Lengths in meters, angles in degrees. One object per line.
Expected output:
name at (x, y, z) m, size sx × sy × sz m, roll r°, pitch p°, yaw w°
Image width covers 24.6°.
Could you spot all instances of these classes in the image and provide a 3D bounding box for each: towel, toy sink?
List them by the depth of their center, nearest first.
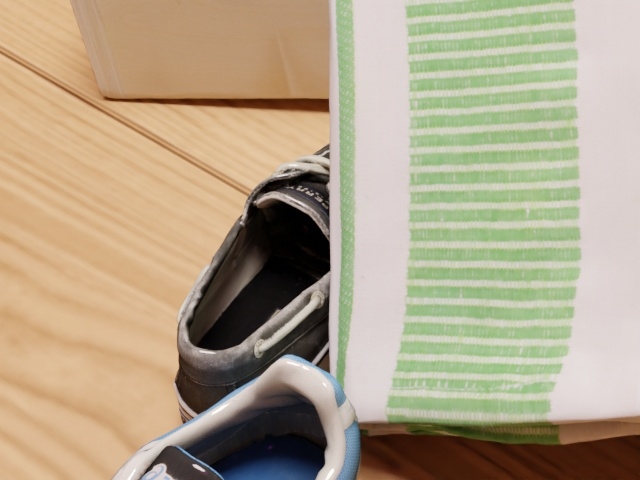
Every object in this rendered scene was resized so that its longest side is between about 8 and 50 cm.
towel at (0.126, -0.044, 0.545) m, size 0.324 × 0.248 × 0.038 m, roll -8°, pitch -11°, yaw 44°
toy sink at (-0.009, -0.169, 0.836) m, size 0.234 × 0.131 × 0.153 m, roll 0°, pitch 43°, yaw 15°

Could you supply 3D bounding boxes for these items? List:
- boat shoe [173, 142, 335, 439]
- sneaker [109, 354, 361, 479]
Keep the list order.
boat shoe at (0.000, 0.000, 0.693) m, size 0.077 × 0.070 × 0.219 m, roll 13°, pitch 46°, yaw 20°
sneaker at (-0.073, 0.130, 0.552) m, size 0.085 × 0.086 × 0.237 m, roll 27°, pitch 53°, yaw 29°
